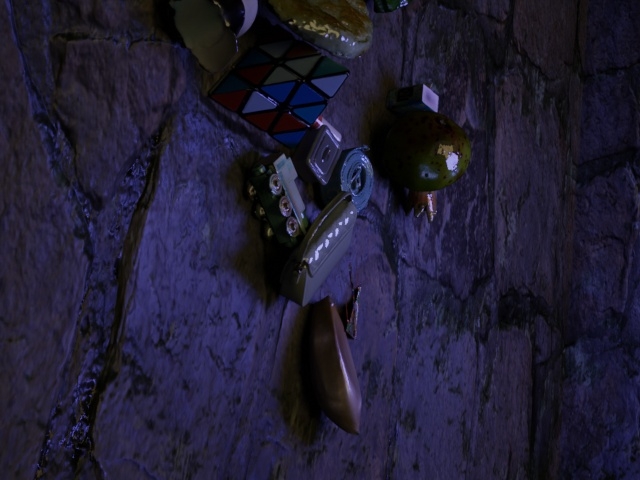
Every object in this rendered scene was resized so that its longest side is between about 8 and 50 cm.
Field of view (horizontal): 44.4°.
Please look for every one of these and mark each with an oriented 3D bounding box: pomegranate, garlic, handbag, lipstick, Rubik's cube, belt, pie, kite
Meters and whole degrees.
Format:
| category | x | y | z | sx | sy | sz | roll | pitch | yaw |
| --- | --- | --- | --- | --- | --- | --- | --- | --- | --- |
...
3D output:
| category | x | y | z | sx | sy | sz | roll | pitch | yaw |
| --- | --- | --- | --- | --- | --- | --- | --- | --- | --- |
| pomegranate | 0.258 | -0.195 | 2.044 | 0.230 | 0.230 | 0.286 | 3 | 114 | -53 |
| garlic | 0.030 | 0.283 | 1.766 | 0.143 | 0.112 | 0.318 | 25 | 60 | -75 |
| handbag | 0.000 | 0.000 | 1.692 | 0.256 | 0.079 | 0.219 | -51 | 162 | -43 |
| lipstick | -0.002 | -0.266 | 1.815 | 0.130 | 0.038 | 0.038 | 36 | 60 | -46 |
| Rubik's cube | -0.132 | -0.289 | 1.632 | 0.234 | 0.284 | 0.250 | -16 | 135 | -33 |
| belt | 0.061 | -0.139 | 1.854 | 0.163 | 0.082 | 0.148 | -28 | 110 | -53 |
| pie | -0.012 | -0.510 | 1.683 | 0.371 | 0.078 | 0.297 | -3 | 54 | -51 |
| kite | 0.080 | 0.141 | 1.868 | 0.198 | 0.006 | 0.244 | -69 | 158 | -53 |

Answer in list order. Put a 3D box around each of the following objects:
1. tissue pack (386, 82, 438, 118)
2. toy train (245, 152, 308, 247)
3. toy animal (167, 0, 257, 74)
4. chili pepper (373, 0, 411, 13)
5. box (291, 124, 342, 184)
| category | x | y | z | sx | sy | sz | roll | pitch | yaw |
| --- | --- | --- | --- | --- | --- | --- | --- | --- | --- |
| tissue pack | 0.247 | -0.380 | 2.094 | 0.085 | 0.111 | 0.079 | 23 | 69 | -50 |
| toy train | -0.084 | -0.085 | 1.665 | 0.125 | 0.080 | 0.194 | -50 | 125 | -48 |
| toy animal | -0.199 | -0.433 | 1.496 | 0.179 | 0.138 | 0.166 | -62 | 154 | -45 |
| chili pepper | 0.167 | -0.775 | 1.966 | 0.213 | 0.167 | 0.385 | -30 | 113 | -48 |
| box | -0.011 | -0.193 | 1.780 | 0.089 | 0.062 | 0.122 | 51 | 51 | -39 |
